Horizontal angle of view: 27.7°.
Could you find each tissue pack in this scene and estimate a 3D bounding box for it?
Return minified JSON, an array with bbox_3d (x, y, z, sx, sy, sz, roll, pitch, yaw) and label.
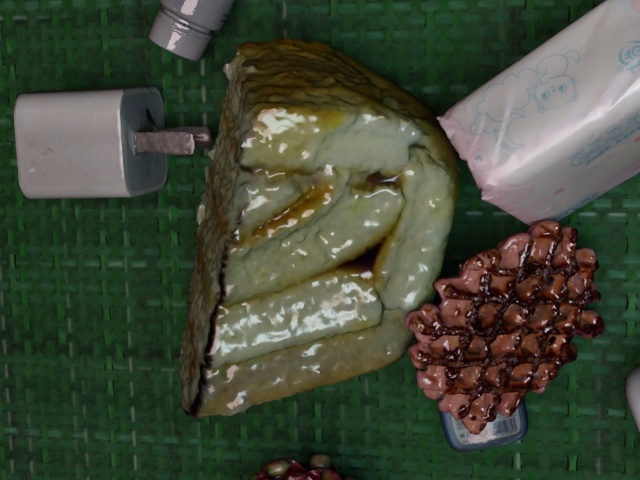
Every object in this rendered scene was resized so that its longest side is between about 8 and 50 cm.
[{"bbox_3d":[0.279,-0.135,1.293,0.271,0.201,0.124,-33,64,18],"label":"tissue pack"}]

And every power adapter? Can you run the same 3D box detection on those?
[{"bbox_3d":[-0.227,-0.113,1.479,0.205,0.130,0.125,0,98,17],"label":"power adapter"}]

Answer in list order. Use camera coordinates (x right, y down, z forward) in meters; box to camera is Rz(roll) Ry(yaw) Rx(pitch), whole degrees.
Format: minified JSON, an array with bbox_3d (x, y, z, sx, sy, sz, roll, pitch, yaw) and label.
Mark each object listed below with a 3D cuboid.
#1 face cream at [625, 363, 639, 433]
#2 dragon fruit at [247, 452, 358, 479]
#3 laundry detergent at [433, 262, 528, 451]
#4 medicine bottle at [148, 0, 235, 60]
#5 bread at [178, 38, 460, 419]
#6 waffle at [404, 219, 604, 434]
[{"bbox_3d":[0.434,0.178,1.302,0.187,0.201,0.201,-32,89,17],"label":"face cream"},{"bbox_3d":[-0.020,0.377,1.464,0.219,0.198,0.272,-12,96,9],"label":"dragon fruit"},{"bbox_3d":[0.167,0.127,1.442,0.097,0.061,0.206,-11,95,15],"label":"laundry detergent"},{"bbox_3d":[-0.138,-0.274,1.456,0.080,0.080,0.130,31,105,9],"label":"medicine bottle"},{"bbox_3d":[0.003,0.008,1.363,0.264,0.239,0.395,5,111,-15],"label":"bread"},{"bbox_3d":[0.198,0.086,1.350,0.234,0.055,0.221,-39,129,-5],"label":"waffle"}]
